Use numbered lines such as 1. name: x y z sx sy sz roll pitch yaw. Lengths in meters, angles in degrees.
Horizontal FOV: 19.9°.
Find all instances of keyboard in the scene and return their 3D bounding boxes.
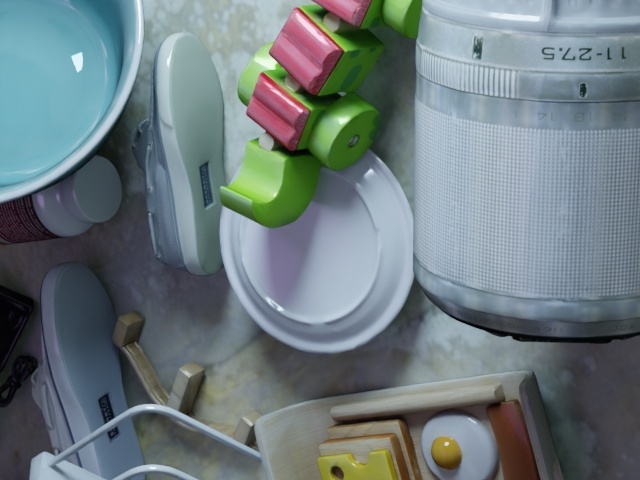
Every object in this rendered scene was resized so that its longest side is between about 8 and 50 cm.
1. keyboard: -0.355 0.129 1.905 0.108 0.023 0.180 26 109 -8

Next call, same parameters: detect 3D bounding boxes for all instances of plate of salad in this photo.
1. plate of salad: 0.000 0.000 1.606 0.200 0.048 0.199 5 100 29

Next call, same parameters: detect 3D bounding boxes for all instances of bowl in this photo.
1. bowl: -0.296 -0.162 1.663 0.312 0.163 0.311 -2 77 8

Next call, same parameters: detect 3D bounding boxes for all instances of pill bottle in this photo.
1. pill bottle: -0.269 -0.043 1.775 0.152 0.086 0.086 -5 100 39

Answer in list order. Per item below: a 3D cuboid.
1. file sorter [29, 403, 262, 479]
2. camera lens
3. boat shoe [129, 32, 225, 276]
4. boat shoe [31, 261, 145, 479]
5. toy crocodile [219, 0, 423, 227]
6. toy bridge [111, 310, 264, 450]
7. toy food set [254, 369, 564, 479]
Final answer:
1. file sorter: -0.146 0.315 1.645 0.173 0.193 0.277 -34 40 33
2. camera lens: 0.178 -0.075 1.332 0.219 0.219 0.274 12 111 35
3. boat shoe: -0.137 -0.077 1.666 0.081 0.079 0.227 6 111 32
4. boat shoe: -0.248 0.148 1.813 0.084 0.095 0.258 -3 101 34
5. toy crocodile: 0.010 -0.166 1.500 0.115 0.105 0.340 39 117 23
6. toy bridge: -0.131 0.147 1.766 0.188 0.026 0.063 37 126 23
7. toy food set: 0.087 0.241 1.583 0.306 0.092 0.219 -11 97 39
